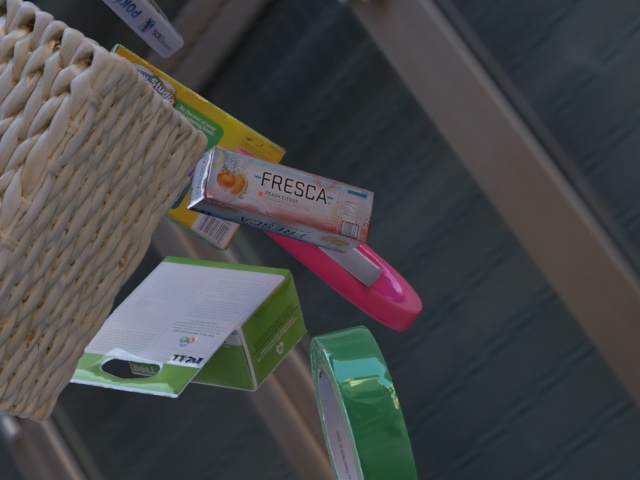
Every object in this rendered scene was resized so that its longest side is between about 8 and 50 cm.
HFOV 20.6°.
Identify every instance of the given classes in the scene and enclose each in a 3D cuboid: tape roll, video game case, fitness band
[{"bbox_3d":[0.062,0.282,2.490,0.077,0.321,0.321,-13,-24,-7],"label":"tape roll"},{"bbox_3d":[-0.295,-0.371,1.918,0.036,0.329,0.300,-39,-21,4],"label":"video game case"},{"bbox_3d":[0.000,0.000,2.067,0.054,0.291,0.209,-50,0,4],"label":"fitness band"}]

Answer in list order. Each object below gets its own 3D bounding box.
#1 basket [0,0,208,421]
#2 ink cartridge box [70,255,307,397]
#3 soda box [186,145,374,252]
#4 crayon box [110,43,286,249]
[{"bbox_3d":[-0.303,-0.053,1.484,0.331,0.266,0.328,-60,-14,-3],"label":"basket"},{"bbox_3d":[-0.164,0.132,2.078,0.255,0.189,0.097,-49,-46,-44],"label":"ink cartridge box"},{"bbox_3d":[-0.040,-0.041,1.810,0.183,0.058,0.063,16,-18,-20],"label":"soda box"},{"bbox_3d":[-0.208,-0.126,2.429,0.165,0.278,0.081,-58,9,-5],"label":"crayon box"}]
